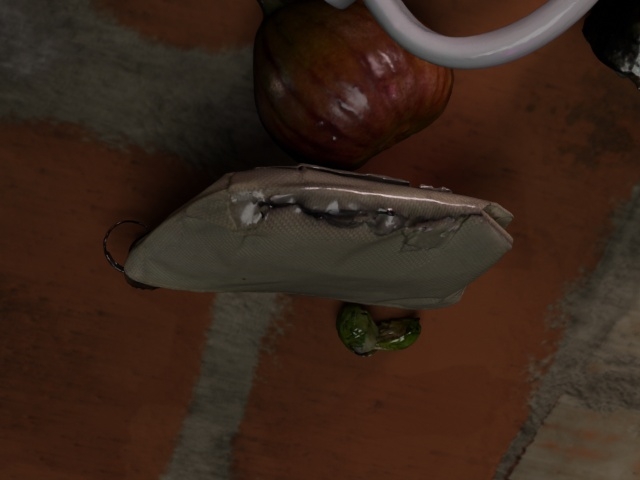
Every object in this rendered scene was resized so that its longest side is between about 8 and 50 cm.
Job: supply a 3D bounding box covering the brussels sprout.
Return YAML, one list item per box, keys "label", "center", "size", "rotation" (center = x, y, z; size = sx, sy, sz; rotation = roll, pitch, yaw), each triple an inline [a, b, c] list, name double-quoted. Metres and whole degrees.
- label: "brussels sprout"
  center: [0.055, 0.090, 1.255]
  size: [0.083, 0.046, 0.051]
  rotation: [14, 128, -14]

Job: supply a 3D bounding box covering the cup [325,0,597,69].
- label: "cup"
  center: [0.077, -0.294, 0.839]
  size: [0.274, 0.259, 0.356]
  rotation: [-35, 83, 15]

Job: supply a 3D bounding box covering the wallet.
- label: "wallet"
  center: [-0.001, 0.003, 1.110]
  size: [0.335, 0.068, 0.275]
  rotation: [7, 163, -18]

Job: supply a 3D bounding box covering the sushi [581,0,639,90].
- label: "sushi"
  center: [0.334, -0.164, 1.059]
  size: [0.225, 0.124, 0.127]
  rotation: [25, 118, -12]

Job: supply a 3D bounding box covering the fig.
- label: "fig"
  center: [0.004, -0.133, 1.051]
  size: [0.202, 0.149, 0.148]
  rotation: [19, 164, 13]
